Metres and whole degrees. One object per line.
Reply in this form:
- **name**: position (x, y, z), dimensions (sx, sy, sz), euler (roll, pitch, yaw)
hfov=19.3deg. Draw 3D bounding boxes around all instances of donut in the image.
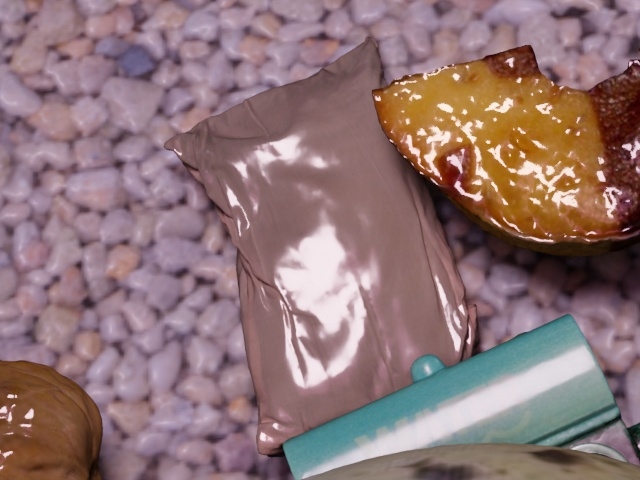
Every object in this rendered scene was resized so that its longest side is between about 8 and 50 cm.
- **donut**: position (0.199, -0.060, 1.267), dimensions (0.295, 0.112, 0.151), euler (-16, 72, 4)

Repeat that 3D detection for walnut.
- **walnut**: position (-0.233, 0.155, 1.236), dimensions (0.184, 0.155, 0.155), euler (-5, 70, 9)

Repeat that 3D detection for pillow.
- **pillow**: position (0.000, 0.000, 1.298), dimensions (0.173, 0.067, 0.270), euler (-18, 69, -4)

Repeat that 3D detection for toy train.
- **toy train**: position (0.096, 0.147, 1.206), dimensions (0.248, 0.101, 0.159), euler (-23, 77, 1)

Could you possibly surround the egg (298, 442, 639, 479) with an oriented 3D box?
- **egg**: position (0.078, 0.279, 0.988), dimensions (0.428, 0.345, 0.345), euler (-3, 70, 10)
